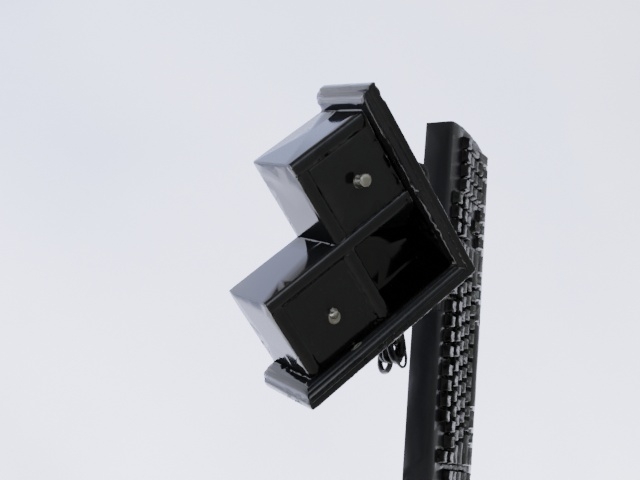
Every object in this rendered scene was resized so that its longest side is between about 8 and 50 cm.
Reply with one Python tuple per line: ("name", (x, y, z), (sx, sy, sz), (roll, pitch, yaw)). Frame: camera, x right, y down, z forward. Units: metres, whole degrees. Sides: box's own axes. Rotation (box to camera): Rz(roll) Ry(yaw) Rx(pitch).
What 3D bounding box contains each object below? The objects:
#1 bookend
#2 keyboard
("bookend", (0.000, 0.000, 0.710), (0.156, 0.072, 0.157), (-38, -69, -19))
("keyboard", (0.101, 0.052, 0.887), (0.201, 0.033, 0.317), (22, -111, -56))
